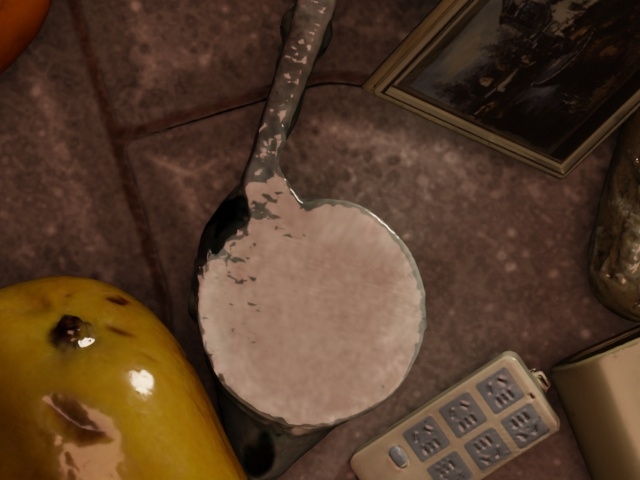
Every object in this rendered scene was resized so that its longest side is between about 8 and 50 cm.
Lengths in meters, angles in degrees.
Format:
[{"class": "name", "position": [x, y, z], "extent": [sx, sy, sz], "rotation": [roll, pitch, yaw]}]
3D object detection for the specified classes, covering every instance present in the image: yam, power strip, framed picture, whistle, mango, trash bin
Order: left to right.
[{"class": "mango", "position": [-0.166, 0.237, 1.613], "extent": [0.220, 0.301, 0.445], "rotation": [-32, 114, -27]}, {"class": "whistle", "position": [-0.031, -0.009, 1.665], "extent": [0.188, 0.168, 0.404], "rotation": [-13, 88, -4]}, {"class": "power strip", "position": [0.117, 0.173, 1.725], "extent": [0.192, 0.035, 0.081], "rotation": [-34, 94, 11]}, {"class": "framed picture", "position": [0.209, -0.172, 1.580], "extent": [0.232, 0.019, 0.296], "rotation": [21, 128, -32]}, {"class": "yam", "position": [0.313, -0.089, 1.704], "extent": [0.133, 0.133, 0.330], "rotation": [19, 92, -4]}, {"class": "trash bin", "position": [0.349, 0.179, 1.718], "extent": [0.243, 0.121, 0.247], "rotation": [-22, 90, -2]}]

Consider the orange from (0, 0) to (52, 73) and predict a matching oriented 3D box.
[{"class": "orange", "position": [-0.350, -0.242, 1.607], "extent": [0.284, 0.226, 0.283], "rotation": [-1, 97, -4]}]
